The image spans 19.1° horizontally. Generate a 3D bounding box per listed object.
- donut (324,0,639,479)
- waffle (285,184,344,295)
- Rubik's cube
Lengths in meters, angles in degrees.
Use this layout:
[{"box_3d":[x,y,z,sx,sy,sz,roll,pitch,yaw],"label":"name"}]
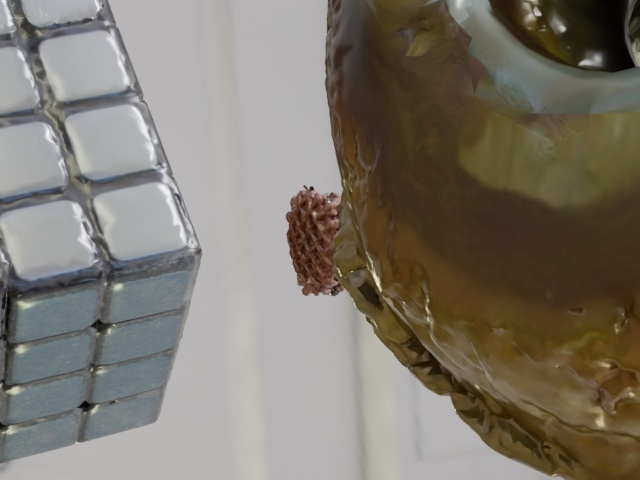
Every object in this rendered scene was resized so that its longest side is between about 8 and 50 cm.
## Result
[{"box_3d":[0.134,-0.083,0.650,0.330,0.330,0.160,59,-1,39],"label":"donut"},{"box_3d":[0.000,0.000,1.389,0.075,0.029,0.083,-3,-87,57],"label":"waffle"},{"box_3d":[-0.328,-0.006,1.700,0.344,0.337,0.344,106,-34,-56],"label":"Rubik's cube"}]
